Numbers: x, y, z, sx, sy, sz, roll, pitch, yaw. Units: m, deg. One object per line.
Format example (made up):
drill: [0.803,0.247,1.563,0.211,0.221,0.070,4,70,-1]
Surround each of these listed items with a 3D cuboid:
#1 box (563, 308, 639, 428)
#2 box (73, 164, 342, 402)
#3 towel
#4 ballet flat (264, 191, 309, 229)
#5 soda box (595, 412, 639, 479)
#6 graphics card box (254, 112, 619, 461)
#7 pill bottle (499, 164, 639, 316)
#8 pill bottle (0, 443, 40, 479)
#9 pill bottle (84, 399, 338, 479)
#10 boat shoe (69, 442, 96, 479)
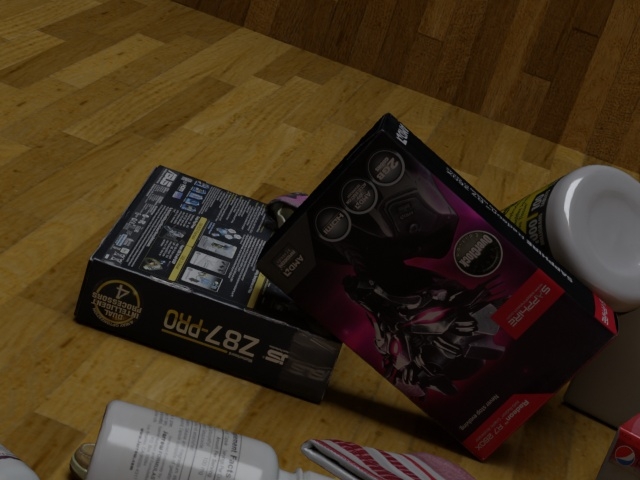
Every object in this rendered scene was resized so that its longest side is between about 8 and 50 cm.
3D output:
box: [0.450,0.091,2.112,0.121,0.311,0.148,26,21,19]
box: [-0.114,0.043,2.045,0.318,0.097,0.395,18,20,-1]
towel: [0.138,0.266,1.602,0.237,0.037,0.329,28,1,25]
ballet flat: [0.000,0.000,2.048,0.079,0.076,0.221,-14,32,-31]
soda box: [0.444,0.258,2.001,0.092,0.083,0.263,28,21,24]
graphics card box: [0.136,0.057,1.855,0.371,0.233,0.094,42,19,-7]
pill bottle: [0.277,0.043,2.051,0.188,0.334,0.187,13,64,-29]
pill bottle: [-0.311,0.218,1.341,0.221,0.121,0.121,31,22,29]
pill bottle: [-0.103,0.239,1.464,0.229,0.131,0.131,17,19,-6]
boat shoe: [-0.148,0.223,1.555,0.190,0.072,0.068,16,19,-8]
